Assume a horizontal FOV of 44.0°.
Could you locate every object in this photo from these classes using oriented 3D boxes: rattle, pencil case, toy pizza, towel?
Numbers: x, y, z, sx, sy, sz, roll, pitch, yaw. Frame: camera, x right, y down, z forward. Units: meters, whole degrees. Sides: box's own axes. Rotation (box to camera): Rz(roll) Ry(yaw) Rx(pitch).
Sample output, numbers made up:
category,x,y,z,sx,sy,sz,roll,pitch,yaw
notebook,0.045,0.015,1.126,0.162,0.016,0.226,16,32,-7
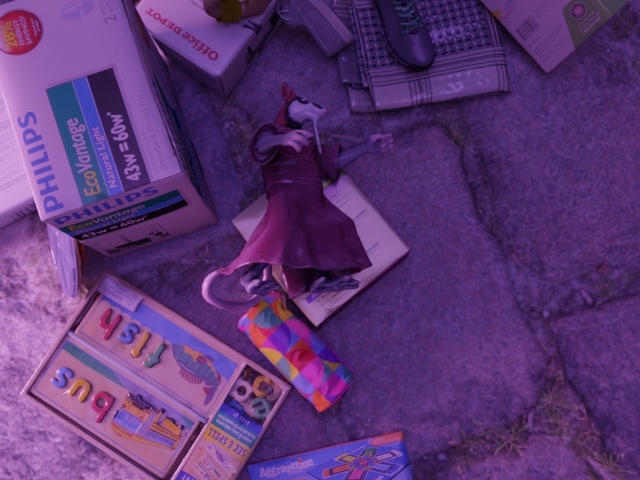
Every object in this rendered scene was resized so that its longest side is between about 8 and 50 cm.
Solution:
category,x,y,z,sx,sy,sz,roll,pitch,yaw
rattle,-0.144,-0.464,1.343,0.130,0.200,0.143,2,81,-1
pencil case,-0.042,0.192,1.400,0.104,0.104,0.236,-43,84,-7
toy pizza,-0.447,0.002,1.397,0.032,0.201,0.201,-12,79,-27
towel,0.185,-0.407,1.528,0.324,0.056,0.312,-9,80,0

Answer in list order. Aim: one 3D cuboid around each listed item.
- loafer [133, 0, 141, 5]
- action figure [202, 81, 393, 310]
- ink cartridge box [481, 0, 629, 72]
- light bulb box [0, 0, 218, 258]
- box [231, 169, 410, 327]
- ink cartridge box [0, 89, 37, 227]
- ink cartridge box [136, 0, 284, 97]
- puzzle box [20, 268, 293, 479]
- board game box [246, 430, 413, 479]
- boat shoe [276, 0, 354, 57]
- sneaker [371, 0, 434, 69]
category,x,y,z,sx,sy,sz,roll,pitch,yaw
loafer,-0.375,-0.487,1.546,0.170,0.062,0.061,-10,84,0
action figure,-0.040,-0.083,1.322,0.275,0.248,0.370,-26,61,38
ink cartridge box,0.379,-0.508,1.441,0.119,0.207,0.353,-41,88,-24
light bulb box,-0.352,-0.189,1.338,0.225,0.361,0.358,-20,80,-3
box,0.000,0.000,1.424,0.213,0.117,0.243,-39,82,-6
ink cartridge box,-0.691,-0.157,1.485,0.324,0.071,0.330,-28,77,-4
ink cartridge box,-0.188,-0.453,1.505,0.211,0.121,0.289,35,82,6
puzzle box,-0.290,0.268,1.411,0.408,0.052,0.272,31,82,6
board game box,0.022,0.435,1.390,0.281,0.027,0.145,-12,81,-2
boat shoe,-0.034,-0.418,1.440,0.081,0.079,0.227,-42,126,13
sneaker,0.145,-0.423,1.462,0.083,0.098,0.224,-25,78,-6
